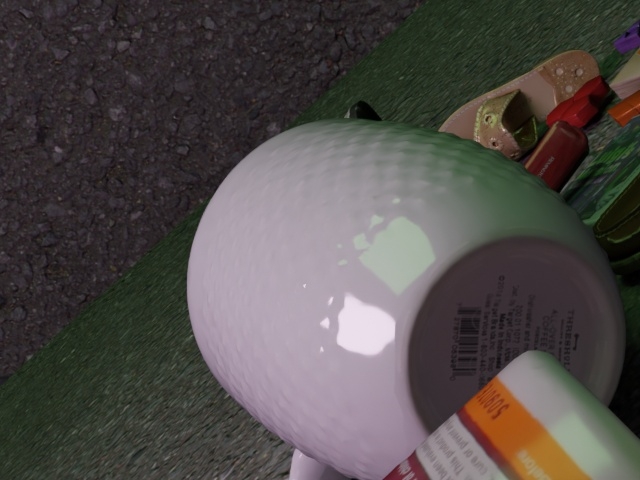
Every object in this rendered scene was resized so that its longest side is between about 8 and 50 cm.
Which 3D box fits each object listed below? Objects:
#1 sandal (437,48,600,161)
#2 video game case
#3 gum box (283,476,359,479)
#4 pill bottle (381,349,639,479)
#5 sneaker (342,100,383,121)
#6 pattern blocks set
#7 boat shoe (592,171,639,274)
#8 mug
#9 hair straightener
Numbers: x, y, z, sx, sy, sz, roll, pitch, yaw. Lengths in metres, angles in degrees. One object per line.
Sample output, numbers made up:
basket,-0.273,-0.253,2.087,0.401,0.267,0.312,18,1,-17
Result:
sandal,0.218,-0.137,1.731,0.240,0.088,0.079,-37,7,6
video game case,0.281,-0.065,1.405,0.173,0.022,0.190,-46,6,-11
gum box,-0.060,0.281,1.330,0.184,0.041,0.157,-33,16,35
pill bottle,0.033,0.259,0.707,0.392,0.224,0.224,-42,13,2
sneaker,-0.001,-0.001,1.771,0.257,0.169,0.447,-38,16,16
pattern blocks set,0.392,-0.214,1.588,0.285,0.026,0.325,-47,13,-14
boat shoe,0.328,-0.106,1.251,0.307,0.104,0.111,-43,13,0
mug,0.059,0.099,1.145,0.328,0.276,0.374,20,94,68
hair straightener,0.186,-0.006,1.449,0.230,0.047,0.089,-60,-14,3
